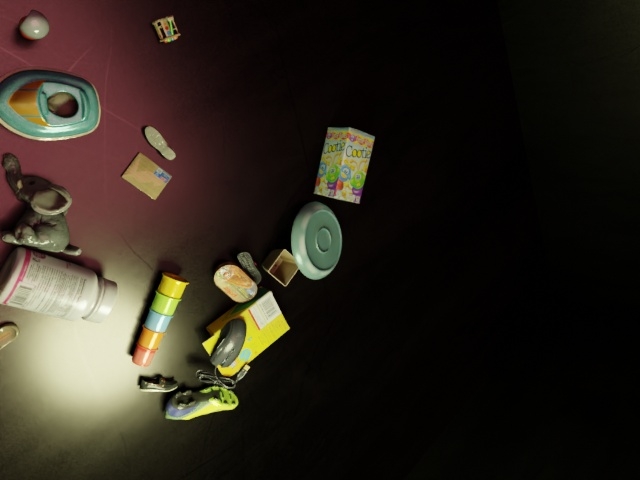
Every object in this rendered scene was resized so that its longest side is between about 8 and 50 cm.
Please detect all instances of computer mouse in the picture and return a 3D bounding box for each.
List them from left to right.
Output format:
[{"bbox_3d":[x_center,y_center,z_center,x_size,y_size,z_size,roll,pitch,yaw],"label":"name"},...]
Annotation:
[{"bbox_3d":[-0.313,0.425,1.732,0.184,0.060,0.261,35,83,-35],"label":"computer mouse"}]

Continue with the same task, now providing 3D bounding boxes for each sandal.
[{"bbox_3d":[-0.935,0.305,1.333,0.180,0.049,0.072,-40,122,-23],"label":"sandal"},{"bbox_3d":[-0.267,0.100,1.793,0.067,0.040,0.179,-13,127,-2],"label":"sandal"}]

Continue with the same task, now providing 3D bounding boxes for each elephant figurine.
[{"bbox_3d":[-0.766,-0.098,1.308,0.186,0.170,0.239,37,59,-66],"label":"elephant figurine"}]

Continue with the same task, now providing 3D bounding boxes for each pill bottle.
[{"bbox_3d":[-0.749,0.138,1.363,0.283,0.160,0.160,28,84,-39],"label":"pill bottle"}]

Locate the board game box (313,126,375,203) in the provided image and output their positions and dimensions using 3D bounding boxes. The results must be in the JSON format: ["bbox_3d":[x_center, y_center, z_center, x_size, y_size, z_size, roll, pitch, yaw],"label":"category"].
[{"bbox_3d":[0.094,-0.303,1.915,0.142,0.144,0.274,10,95,-38],"label":"board game box"}]

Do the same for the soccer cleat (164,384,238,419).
[{"bbox_3d":[-0.446,0.614,1.783,0.289,0.093,0.121,13,124,-43],"label":"soccer cleat"}]

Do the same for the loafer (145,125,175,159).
[{"bbox_3d":[-0.511,-0.314,1.518,0.045,0.039,0.125,-30,121,9],"label":"loafer"}]

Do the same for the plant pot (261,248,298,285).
[{"bbox_3d":[-0.163,0.096,1.847,0.109,0.096,0.109,45,72,-36],"label":"plant pot"}]

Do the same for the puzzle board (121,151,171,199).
[{"bbox_3d":[-0.555,-0.205,1.523,0.128,0.011,0.096,41,75,-38],"label":"puzzle board"}]

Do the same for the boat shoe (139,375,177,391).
[{"bbox_3d":[-0.564,0.502,1.669,0.133,0.049,0.041,10,103,-34],"label":"boat shoe"}]

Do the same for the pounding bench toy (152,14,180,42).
[{"bbox_3d":[-0.460,-0.640,1.440,0.052,0.083,0.065,-34,119,-27],"label":"pounding bench toy"}]

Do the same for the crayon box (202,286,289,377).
[{"bbox_3d":[-0.292,0.350,1.821,0.319,0.081,0.202,-36,121,-26],"label":"crayon box"}]

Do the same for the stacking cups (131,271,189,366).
[{"bbox_3d":[-0.553,0.266,1.605,0.096,0.096,0.315,25,91,-39],"label":"stacking cups"}]

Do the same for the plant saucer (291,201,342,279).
[{"bbox_3d":[0.000,0.000,1.919,0.318,0.044,0.316,1,89,-54],"label":"plant saucer"}]

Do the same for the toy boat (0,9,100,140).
[{"bbox_3d":[-0.729,-0.423,1.245,0.268,0.148,0.317,-15,111,-34],"label":"toy boat"}]

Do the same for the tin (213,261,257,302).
[{"bbox_3d":[-0.316,0.155,1.762,0.106,0.040,0.189,-40,124,-2],"label":"tin"}]
